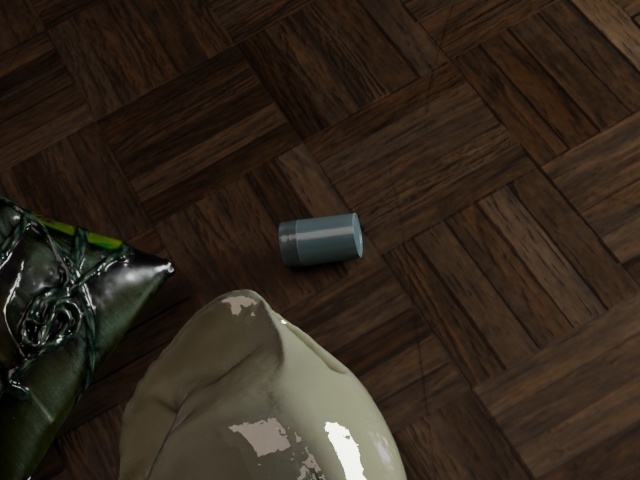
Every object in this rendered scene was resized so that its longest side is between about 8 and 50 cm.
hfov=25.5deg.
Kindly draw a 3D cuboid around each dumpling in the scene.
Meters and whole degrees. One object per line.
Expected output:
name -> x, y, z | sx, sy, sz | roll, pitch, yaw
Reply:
dumpling -> -0.063, 0.263, 1.306 | 0.315, 0.233, 0.395 | -43, 62, 25

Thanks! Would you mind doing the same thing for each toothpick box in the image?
toothpick box -> 0.000, 0.000, 1.536 | 0.083, 0.052, 0.052 | -7, 53, 10

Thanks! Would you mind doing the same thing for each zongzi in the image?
zongzi -> -0.401, 0.064, 1.553 | 0.383, 0.362, 0.319 | 41, 68, -4
